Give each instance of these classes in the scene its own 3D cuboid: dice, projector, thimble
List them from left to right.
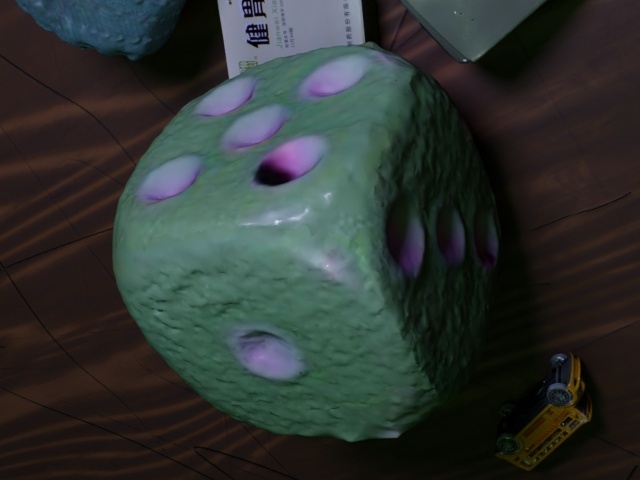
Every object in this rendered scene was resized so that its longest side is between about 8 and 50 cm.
[{"bbox_3d":[-0.248,-0.322,1.081,0.235,0.198,0.143,54,130,30],"label":"thimble"},{"bbox_3d":[0.000,0.000,1.022,0.318,0.330,0.322,-5,129,30],"label":"dice"},{"bbox_3d":[0.129,-0.336,0.952,0.193,0.088,0.269,-40,106,11],"label":"projector"}]

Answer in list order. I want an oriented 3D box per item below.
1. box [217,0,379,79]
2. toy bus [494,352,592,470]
[{"bbox_3d":[-0.030,-0.300,1.076,0.175,0.062,0.261,3,116,20],"label":"box"},{"bbox_3d":[0.287,0.218,1.193,0.074,0.069,0.162,32,125,-5],"label":"toy bus"}]
